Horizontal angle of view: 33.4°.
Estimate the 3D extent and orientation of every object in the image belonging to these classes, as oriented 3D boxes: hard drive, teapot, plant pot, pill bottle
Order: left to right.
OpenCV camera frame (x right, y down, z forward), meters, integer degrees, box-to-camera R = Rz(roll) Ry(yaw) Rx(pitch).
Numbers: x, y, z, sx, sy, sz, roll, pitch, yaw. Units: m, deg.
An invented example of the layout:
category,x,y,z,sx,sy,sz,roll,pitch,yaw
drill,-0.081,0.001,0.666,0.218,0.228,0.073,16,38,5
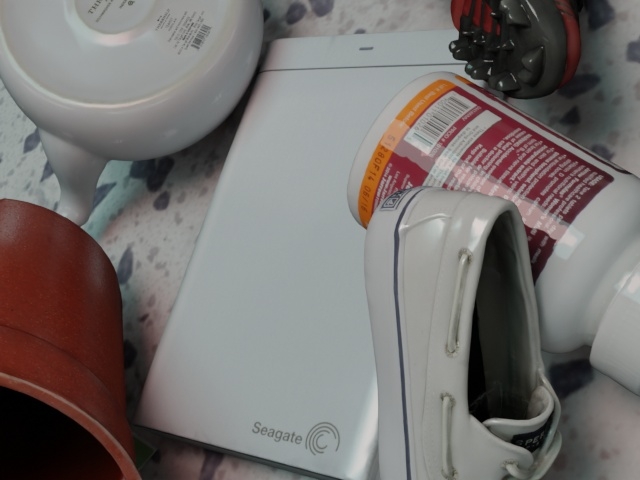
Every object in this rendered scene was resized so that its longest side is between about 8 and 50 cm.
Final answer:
category,x,y,z,sx,sy,sz,roll,pitch,yaw
plant pot,-0.260,0.118,0.810,0.272,0.272,0.265,-36,28,16
teapot,-0.162,-0.178,0.967,0.256,0.187,0.253,-18,73,-2
hard drive,0.000,0.000,0.835,0.233,0.047,0.353,6,70,38
pill bottle,0.134,-0.006,0.667,0.221,0.121,0.121,36,90,27

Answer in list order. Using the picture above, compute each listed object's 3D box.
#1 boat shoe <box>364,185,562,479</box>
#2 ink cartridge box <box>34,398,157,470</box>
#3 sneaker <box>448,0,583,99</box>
category,x,y,z,sx,sy,sz,roll,pitch,yaw
boat shoe,0.094,0.100,0.607,0.088,0.096,0.268,4,104,45
ink cartridge box,-0.256,0.242,0.894,0.171,0.056,0.235,21,56,41
sneaker,0.148,-0.190,0.760,0.135,0.098,0.276,-1,36,-9
